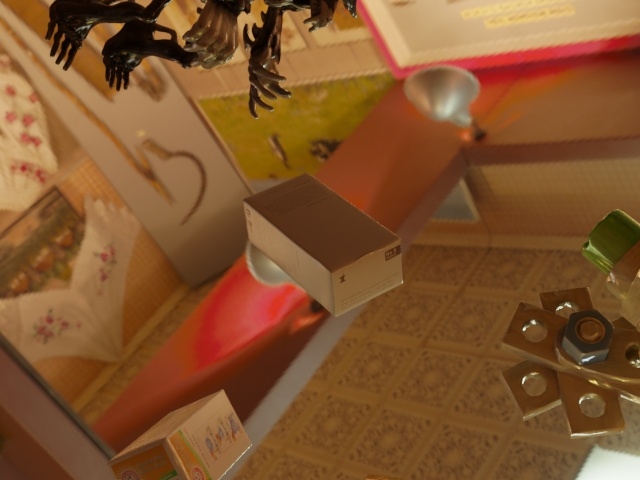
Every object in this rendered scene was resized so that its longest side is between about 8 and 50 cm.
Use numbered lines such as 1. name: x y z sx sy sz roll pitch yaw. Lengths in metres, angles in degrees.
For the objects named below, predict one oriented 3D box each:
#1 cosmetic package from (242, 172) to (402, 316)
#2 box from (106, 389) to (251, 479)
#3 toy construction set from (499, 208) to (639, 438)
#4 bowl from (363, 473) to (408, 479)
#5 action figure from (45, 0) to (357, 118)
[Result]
1. cosmetic package: 0.000 0.000 1.286 0.117 0.085 0.231 -25 -140 -23
2. box: -0.205 0.318 1.382 0.114 0.103 0.203 -26 -178 20
3. toy construction set: 0.214 0.033 0.496 0.215 0.151 0.328 -39 167 -14
4. bowl: 0.120 0.359 0.843 0.156 0.289 0.289 -2 -145 7
5. action figure: -0.067 -0.177 0.739 0.275 0.164 0.141 -10 -109 21
